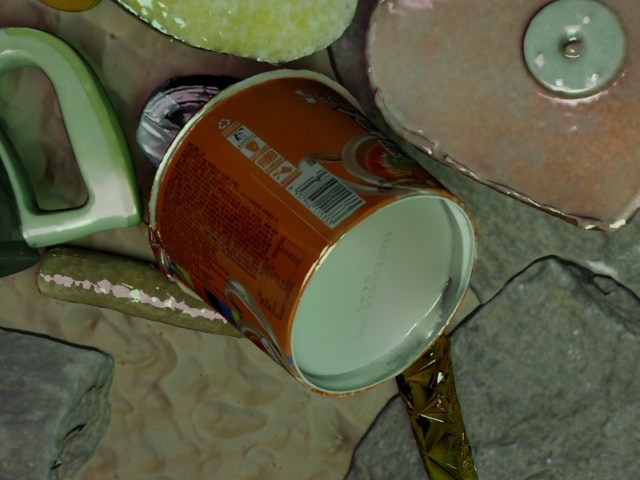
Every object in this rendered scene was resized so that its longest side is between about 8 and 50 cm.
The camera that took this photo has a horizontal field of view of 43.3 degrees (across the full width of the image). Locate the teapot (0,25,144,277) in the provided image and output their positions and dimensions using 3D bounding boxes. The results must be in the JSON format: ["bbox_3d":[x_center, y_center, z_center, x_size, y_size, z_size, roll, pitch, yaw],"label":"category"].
[{"bbox_3d":[-0.359,-0.071,0.716,0.321,0.239,0.240,-13,87,24],"label":"teapot"}]

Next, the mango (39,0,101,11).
[{"bbox_3d":[-0.223,-0.289,0.721,0.115,0.089,0.165,17,106,5],"label":"mango"}]

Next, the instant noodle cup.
[{"bbox_3d":[0.000,0.000,0.703,0.250,0.192,0.251,-21,131,-27],"label":"instant noodle cup"}]

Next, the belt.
[{"bbox_3d":[-0.112,-0.109,0.796,0.139,0.058,0.105,8,115,-6],"label":"belt"}]

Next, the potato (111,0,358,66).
[{"bbox_3d":[-0.096,-0.287,0.687,0.299,0.116,0.239,17,100,-31],"label":"potato"}]

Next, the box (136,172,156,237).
[{"bbox_3d":[-0.130,-0.030,0.796,0.105,0.106,0.037,17,118,-5],"label":"box"}]

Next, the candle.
[{"bbox_3d":[0.215,-0.145,0.713,0.316,0.131,0.287,-23,82,12],"label":"candle"}]

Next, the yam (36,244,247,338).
[{"bbox_3d":[-0.149,0.061,0.853,0.299,0.066,0.066,13,109,-6],"label":"yam"}]

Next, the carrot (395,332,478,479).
[{"bbox_3d":[0.127,0.188,0.893,0.068,0.069,0.229,-15,109,6],"label":"carrot"}]
